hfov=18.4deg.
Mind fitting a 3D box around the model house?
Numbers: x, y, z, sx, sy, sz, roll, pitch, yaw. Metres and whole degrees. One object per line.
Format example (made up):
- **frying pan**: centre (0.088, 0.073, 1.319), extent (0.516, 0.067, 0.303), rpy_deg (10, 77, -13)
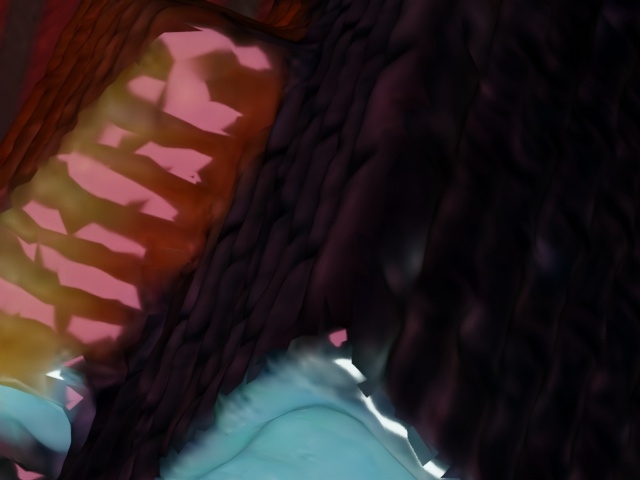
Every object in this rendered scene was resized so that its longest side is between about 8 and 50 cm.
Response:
- **model house**: centre (0.000, 0.000, 0.464), extent (0.226, 0.241, 0.261), rpy_deg (10, 52, 11)
